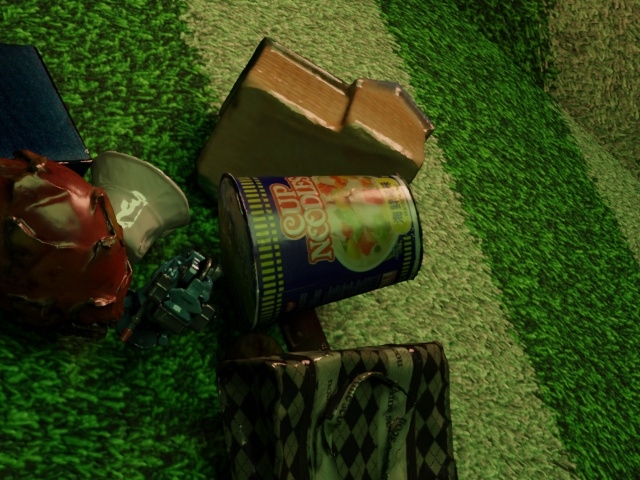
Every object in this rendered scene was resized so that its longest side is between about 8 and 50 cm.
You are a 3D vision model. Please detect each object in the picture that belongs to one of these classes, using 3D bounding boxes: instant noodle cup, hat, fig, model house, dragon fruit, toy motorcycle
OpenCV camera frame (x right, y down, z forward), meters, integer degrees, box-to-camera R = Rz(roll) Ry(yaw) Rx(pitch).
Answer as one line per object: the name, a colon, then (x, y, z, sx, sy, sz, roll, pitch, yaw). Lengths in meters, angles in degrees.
instant noodle cup: (0.000, 0.000, 1.722, 0.312, 0.284, 0.284, -8, 57, -15)
hat: (-0.329, -0.039, 1.652, 0.203, 0.203, 0.126, 36, 56, -12)
fig: (-0.108, 0.198, 1.680, 0.109, 0.103, 0.155, 13, 31, -4)
model house: (-0.021, -0.191, 1.984, 0.382, 0.335, 0.343, 32, 28, -10)
dragon fruit: (-0.414, 0.001, 1.464, 0.315, 0.250, 0.250, 29, 40, -14)
toy motorcycle: (-0.241, 0.093, 1.562, 0.123, 0.182, 0.272, 37, -7, -15)

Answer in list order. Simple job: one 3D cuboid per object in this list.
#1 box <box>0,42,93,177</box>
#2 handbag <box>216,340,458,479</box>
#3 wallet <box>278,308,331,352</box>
box: (-0.554, -0.195, 1.608, 0.279, 0.116, 0.261, -7, 59, -46)
handbag: (0.035, 0.331, 1.597, 0.416, 0.180, 0.317, 2, 82, -45)
wallet: (-0.024, 0.180, 1.838, 0.095, 0.026, 0.176, 5, 52, -38)
